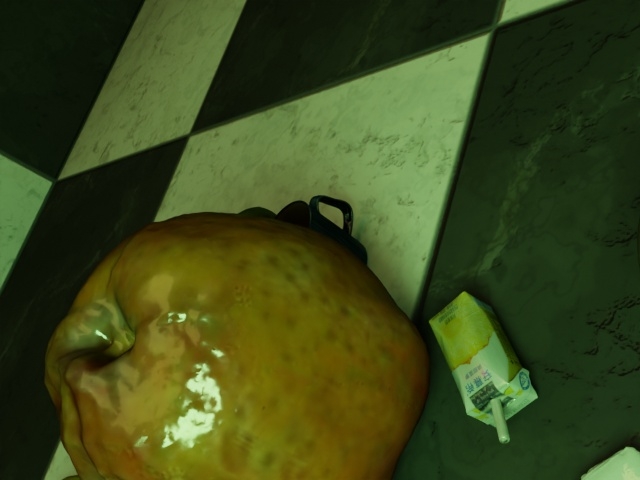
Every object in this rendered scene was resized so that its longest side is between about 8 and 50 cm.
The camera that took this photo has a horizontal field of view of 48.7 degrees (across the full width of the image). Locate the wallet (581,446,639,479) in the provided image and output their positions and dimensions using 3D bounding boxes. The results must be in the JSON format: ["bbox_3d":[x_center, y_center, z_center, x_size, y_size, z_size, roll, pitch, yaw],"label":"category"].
[{"bbox_3d":[0.304,0.278,0.638,0.095,0.033,0.190,-47,36,13],"label":"wallet"}]

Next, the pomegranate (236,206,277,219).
[{"bbox_3d":[-0.129,0.008,1.303,0.169,0.148,0.149,0,63,59],"label":"pomegranate"}]

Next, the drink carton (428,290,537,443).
[{"bbox_3d":[0.197,0.157,0.829,0.084,0.074,0.200,-42,38,23],"label":"drink carton"}]

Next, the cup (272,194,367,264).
[{"bbox_3d":[0.003,0.006,1.133,0.150,0.138,0.113,-53,35,7],"label":"cup"}]

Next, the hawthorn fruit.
[{"bbox_3d":[-0.116,0.180,0.891,0.471,0.471,0.472,-31,42,33],"label":"hawthorn fruit"}]

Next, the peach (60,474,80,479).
[{"bbox_3d":[-0.475,0.535,1.340,0.179,0.103,0.179,-22,59,44],"label":"peach"}]

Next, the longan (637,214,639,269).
[{"bbox_3d":[0.397,0.003,0.569,0.258,0.258,0.258,-31,42,33],"label":"longan"}]
